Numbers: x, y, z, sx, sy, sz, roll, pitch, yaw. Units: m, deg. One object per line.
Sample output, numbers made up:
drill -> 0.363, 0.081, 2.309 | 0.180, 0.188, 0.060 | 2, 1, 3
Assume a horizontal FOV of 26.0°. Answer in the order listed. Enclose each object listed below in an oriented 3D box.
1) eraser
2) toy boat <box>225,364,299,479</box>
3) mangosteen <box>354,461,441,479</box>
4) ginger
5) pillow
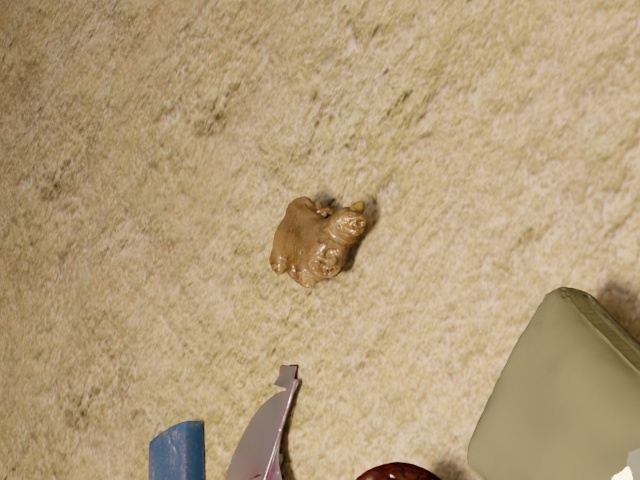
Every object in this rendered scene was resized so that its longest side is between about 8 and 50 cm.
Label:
eraser -> -0.242, 0.467, 2.331 | 0.144, 0.043, 0.312 | -34, 52, 50
toy boat -> -0.112, 0.351, 2.138 | 0.219, 0.072, 0.318 | -21, 59, 52
mangosteen -> 0.087, 0.361, 1.728 | 0.146, 0.156, 0.181 | 49, 142, 21
ginger -> -0.002, 0.005, 2.066 | 0.213, 0.074, 0.137 | 7, 86, 53
pillow -> 0.285, 0.219, 1.463 | 0.255, 0.120, 0.322 | -66, 31, 18
